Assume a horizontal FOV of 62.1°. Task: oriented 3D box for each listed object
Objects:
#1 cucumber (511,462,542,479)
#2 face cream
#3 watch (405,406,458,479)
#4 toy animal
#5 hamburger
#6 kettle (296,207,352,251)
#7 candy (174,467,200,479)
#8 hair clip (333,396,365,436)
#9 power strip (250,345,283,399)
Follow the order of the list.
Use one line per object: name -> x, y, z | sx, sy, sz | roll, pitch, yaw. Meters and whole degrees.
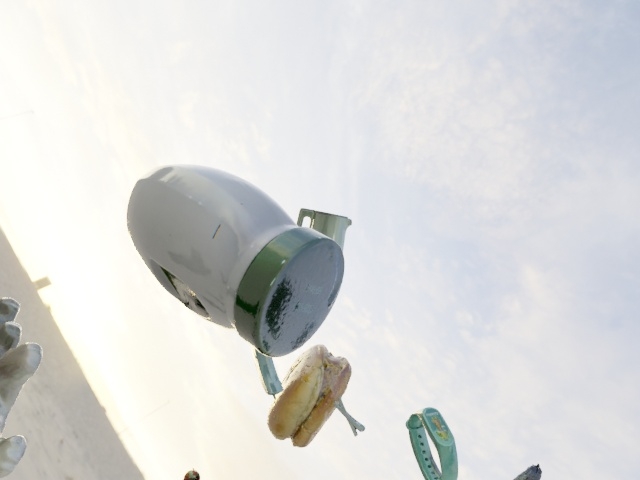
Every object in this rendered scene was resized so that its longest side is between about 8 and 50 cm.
cucumber -> 0.507, 0.640, 1.376 | 0.053, 0.181, 0.053 | 51, -17, 23
face cream -> -0.157, 0.021, 0.911 | 0.357, 0.219, 0.312 | 27, -31, 31
watch -> 0.327, 0.598, 1.558 | 0.237, 0.068, 0.195 | -119, -153, -52
toy animal -> -0.489, 0.166, 0.671 | 0.266, 0.188, 0.307 | -40, -138, 31
hamburger -> -0.043, 0.471, 1.622 | 0.170, 0.290, 0.314 | 32, -64, 1
kettle -> 0.005, 0.001, 1.343 | 0.127, 0.098, 0.148 | 13, -86, 44
candy -> -0.496, 0.833, 1.817 | 0.049, 0.185, 0.055 | -99, 166, -74
hair clip -> 0.078, 0.476, 1.439 | 0.115, 0.030, 0.039 | 49, 8, 35
power strip -> -0.144, 0.319, 1.395 | 0.137, 0.044, 0.216 | 169, -94, -73
